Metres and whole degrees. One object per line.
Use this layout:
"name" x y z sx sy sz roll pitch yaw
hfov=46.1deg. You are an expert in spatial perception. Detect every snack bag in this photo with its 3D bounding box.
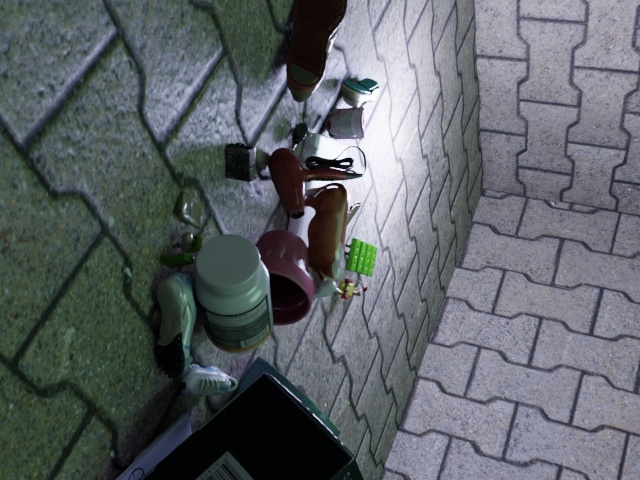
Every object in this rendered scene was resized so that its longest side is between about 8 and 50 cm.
"snack bag" -0.380 0.594 1.640 0.342 0.037 0.323 -41 137 -51

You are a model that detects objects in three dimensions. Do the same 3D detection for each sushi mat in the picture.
"sushi mat" 0.017 0.028 2.103 0.316 0.019 0.151 -58 171 21

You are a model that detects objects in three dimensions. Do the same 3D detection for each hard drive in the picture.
"hard drive" -0.013 -0.114 2.145 0.233 0.047 0.352 7 95 -67

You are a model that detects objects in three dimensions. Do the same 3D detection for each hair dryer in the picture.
"hair dryer" -0.019 -0.173 1.877 0.293 0.224 0.080 -60 171 -32

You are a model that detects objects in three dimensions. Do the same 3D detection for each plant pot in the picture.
"plant pot" -0.121 0.468 1.933 0.195 0.290 0.290 -46 149 -13
"plant pot" -0.108 0.079 1.850 0.180 0.201 0.201 -78 163 -45

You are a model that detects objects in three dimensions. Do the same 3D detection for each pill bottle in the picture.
"pill bottle" -0.188 0.118 1.634 0.278 0.162 0.162 89 23 -55

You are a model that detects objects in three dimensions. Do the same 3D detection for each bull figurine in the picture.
"bull figurine" 0.000 0.000 1.963 0.101 0.188 0.310 12 90 -44

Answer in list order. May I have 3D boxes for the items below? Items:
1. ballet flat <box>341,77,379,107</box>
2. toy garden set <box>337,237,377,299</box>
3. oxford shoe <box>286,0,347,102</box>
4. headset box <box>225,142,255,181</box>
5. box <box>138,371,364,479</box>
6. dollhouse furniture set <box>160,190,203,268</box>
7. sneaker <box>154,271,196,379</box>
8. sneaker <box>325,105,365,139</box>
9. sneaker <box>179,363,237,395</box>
"ballet flat" 0.115 -0.436 2.258 0.248 0.086 0.086 -29 127 -63
"toy garden set" 0.121 0.104 2.576 0.244 0.049 0.203 22 79 -68
"oxford shoe" -0.022 -0.510 1.885 0.130 0.123 0.348 118 -10 -72
"headset box" -0.180 -0.179 1.693 0.032 0.062 0.083 -41 138 -57
"box" -0.147 0.622 1.578 0.480 0.297 0.471 -40 143 -17
"dollhouse furniture set" -0.290 -0.020 1.564 0.076 0.059 0.151 40 45 -57
"sneaker" -0.295 0.180 1.570 0.086 0.085 0.237 -26 126 -57
"sneaker" 0.070 -0.341 2.169 0.252 0.111 0.102 -69 157 -85
"sneaker" -0.255 0.329 1.745 0.191 0.083 0.071 9 94 -66
